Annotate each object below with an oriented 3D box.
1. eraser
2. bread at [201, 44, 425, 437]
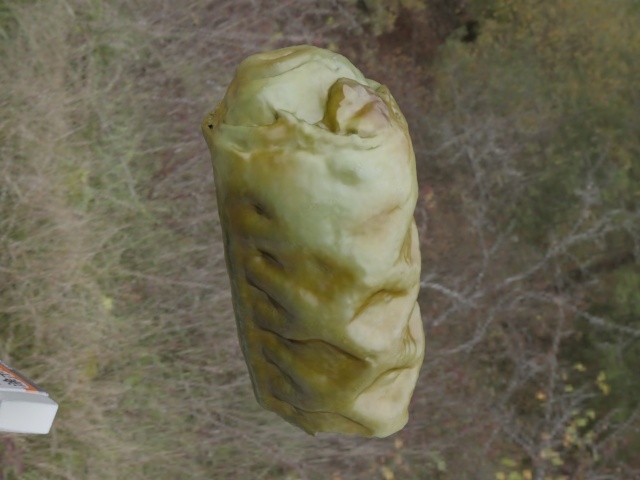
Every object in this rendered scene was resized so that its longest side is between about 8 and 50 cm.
[{"bbox_3d":[-0.247,0.105,0.765,0.052,0.122,0.029,17,94,-50],"label":"eraser"},{"bbox_3d":[0.000,0.000,0.678,0.130,0.152,0.267,-37,141,-28],"label":"bread"}]
